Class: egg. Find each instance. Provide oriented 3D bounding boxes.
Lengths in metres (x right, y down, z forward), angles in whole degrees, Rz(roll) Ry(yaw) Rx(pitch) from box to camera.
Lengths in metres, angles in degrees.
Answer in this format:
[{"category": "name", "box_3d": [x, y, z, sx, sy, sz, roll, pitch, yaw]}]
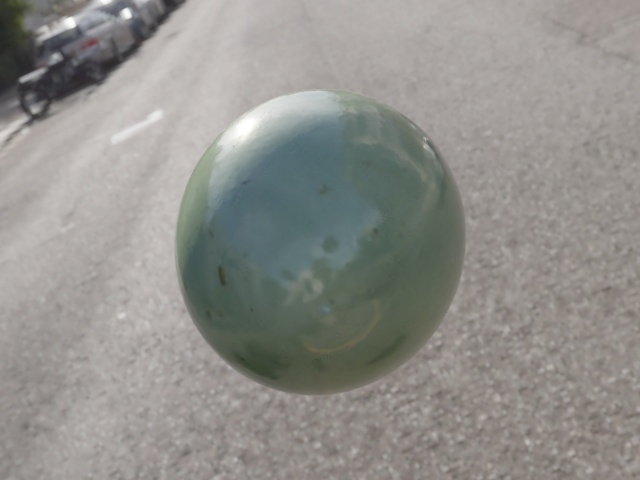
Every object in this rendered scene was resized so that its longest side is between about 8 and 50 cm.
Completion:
[{"category": "egg", "box_3d": [0.000, 0.000, 0.584, 0.149, 0.149, 0.192, -20, 24, 16]}]
